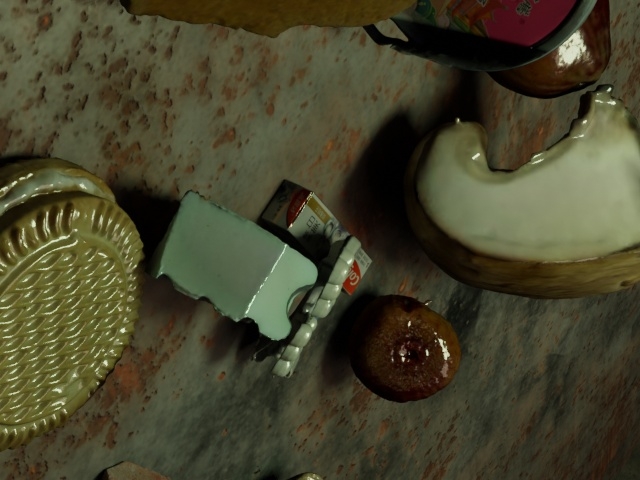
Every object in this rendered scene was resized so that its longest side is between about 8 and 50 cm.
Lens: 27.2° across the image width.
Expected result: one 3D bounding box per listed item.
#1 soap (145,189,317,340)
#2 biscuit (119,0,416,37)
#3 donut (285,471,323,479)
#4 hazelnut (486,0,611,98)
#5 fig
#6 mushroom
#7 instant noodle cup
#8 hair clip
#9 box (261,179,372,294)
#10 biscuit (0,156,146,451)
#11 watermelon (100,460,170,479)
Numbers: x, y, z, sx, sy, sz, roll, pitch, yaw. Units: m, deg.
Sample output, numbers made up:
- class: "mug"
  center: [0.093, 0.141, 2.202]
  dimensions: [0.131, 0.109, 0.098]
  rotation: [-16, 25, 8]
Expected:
- class: "soap"
  center: [-0.079, 0.028, 1.268]
  dimensions: [0.091, 0.145, 0.230]
  rotation: [-62, 179, -5]
- class: "biscuit"
  center: [-0.007, -0.305, 0.990]
  dimensions: [0.368, 0.076, 0.394]
  rotation: [1, 149, -35]
- class: "donut"
  center: [-0.053, 0.386, 1.708]
  dimensions: [0.126, 0.144, 0.187]
  rotation: [-32, 111, -51]
- class: "hazelnut"
  center: [0.277, -0.257, 1.596]
  dimensions: [0.178, 0.178, 0.204]
  rotation: [-64, 162, 6]
- class: "fig"
  center: [0.103, 0.124, 1.744]
  dimensions: [0.134, 0.146, 0.201]
  rotation: [-42, -165, 10]
- class: "mushroom"
  center: [0.244, -0.008, 1.685]
  dimensions: [0.313, 0.224, 0.397]
  rotation: [-14, 165, -11]
- class: "instant noodle cup"
  center: [0.185, -0.318, 1.338]
  dimensions: [0.258, 0.302, 0.181]
  rotation: [61, 33, -9]
- class: "hair clip"
  center: [-0.010, 0.066, 1.455]
  dimensions: [0.220, 0.054, 0.140]
  rotation: [-58, 178, 36]
- class: "box"
  center: [0.000, 0.000, 1.509]
  dimensions: [0.055, 0.039, 0.218]
  rotation: [-57, 151, -9]
- class: "biscuit"
  center: [-0.248, 0.056, 1.115]
  dimensions: [0.259, 0.079, 0.259]
  rotation: [-39, 145, -35]
- class: "watermelon"
  center: [-0.202, 0.279, 1.418]
  dimensions: [0.092, 0.084, 0.072]
  rotation: [-37, -148, 62]
